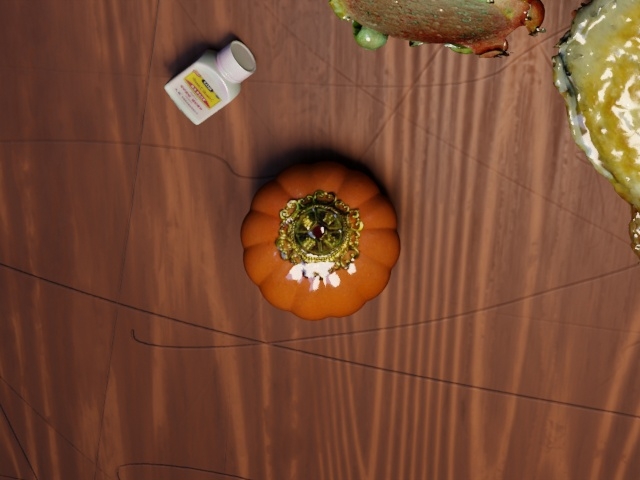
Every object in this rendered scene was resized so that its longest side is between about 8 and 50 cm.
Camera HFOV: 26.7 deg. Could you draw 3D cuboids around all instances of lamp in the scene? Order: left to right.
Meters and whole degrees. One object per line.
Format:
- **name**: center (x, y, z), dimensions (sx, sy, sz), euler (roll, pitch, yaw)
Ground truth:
- **lamp**: center (0.000, 0.000, 1.858), dimensions (0.223, 0.196, 0.223), euler (0, 83, 2)

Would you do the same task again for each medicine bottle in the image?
- **medicine bottle**: center (-0.147, -0.222, 1.854), dimensions (0.118, 0.055, 0.074), euler (-31, 106, 29)

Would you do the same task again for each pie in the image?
- **pie**: center (0.501, -0.193, 1.596), dimensions (0.418, 0.180, 0.395), euler (-23, 105, 30)

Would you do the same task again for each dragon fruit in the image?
- **dragon fruit**: center (0.139, -0.313, 1.626), dimensions (0.268, 0.130, 0.295), euler (20, 164, -37)
